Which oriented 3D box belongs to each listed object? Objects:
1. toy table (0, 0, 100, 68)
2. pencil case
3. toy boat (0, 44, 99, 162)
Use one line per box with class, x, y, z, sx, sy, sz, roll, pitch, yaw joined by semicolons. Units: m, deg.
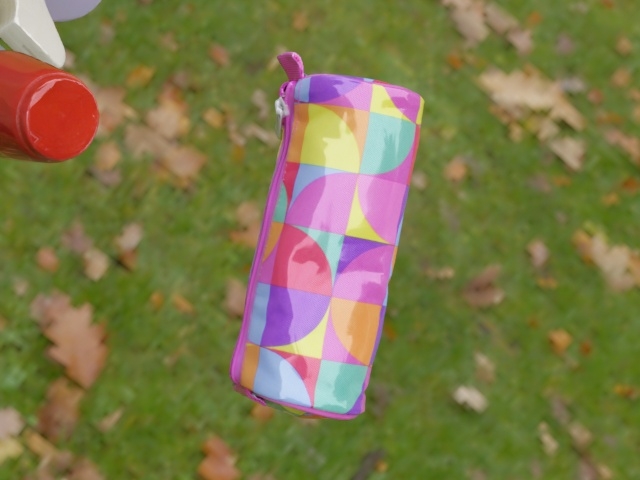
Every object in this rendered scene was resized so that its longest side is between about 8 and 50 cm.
toy table;-0.332;-0.292;1.962;0.274;0.252;0.161;35;35;-21
pencil case;0.000;0.000;1.312;0.104;0.236;0.104;9;-2;0
toy boat;-0.151;-0.196;1.012;0.267;0.318;0.148;5;7;-36
